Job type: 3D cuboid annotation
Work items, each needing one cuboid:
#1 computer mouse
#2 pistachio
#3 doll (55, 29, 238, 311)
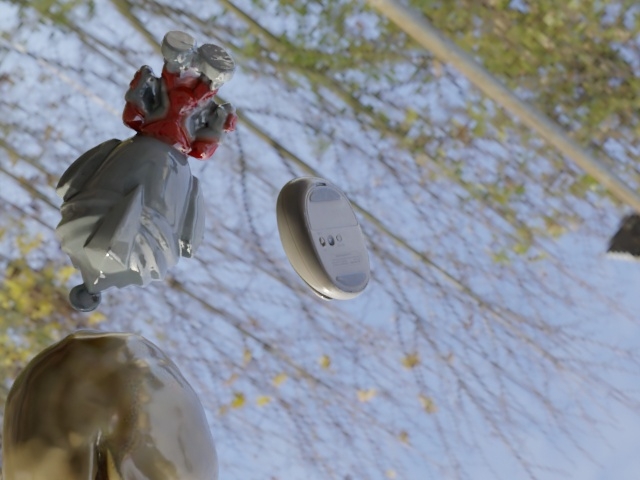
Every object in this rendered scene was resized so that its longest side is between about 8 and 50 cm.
[{"bbox_3d":[-0.002,0.000,0.985,0.039,0.066,0.096,-27,-103,40],"label":"computer mouse"},{"bbox_3d":[-0.133,0.148,0.883,0.144,0.215,0.144,-1,-140,1],"label":"pistachio"},{"bbox_3d":[-0.105,-0.038,0.829,0.079,0.094,0.180,-128,-117,-84],"label":"doll"}]
